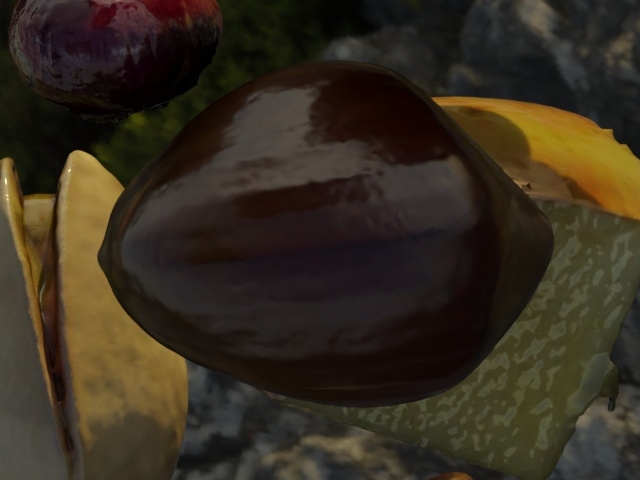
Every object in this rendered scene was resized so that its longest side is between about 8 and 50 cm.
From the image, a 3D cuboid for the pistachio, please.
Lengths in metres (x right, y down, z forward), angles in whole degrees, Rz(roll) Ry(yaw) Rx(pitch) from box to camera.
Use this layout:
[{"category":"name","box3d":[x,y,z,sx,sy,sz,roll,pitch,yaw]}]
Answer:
[{"category":"pistachio","box3d":[-0.212,0.086,1.393,0.193,0.214,0.318,-10,98,-5]}]

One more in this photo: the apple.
[{"category":"apple","box3d":[0.064,0.025,1.171,0.314,0.252,0.309,-25,25,-7]}]

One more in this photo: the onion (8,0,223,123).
[{"category":"onion","box3d":[-0.102,-0.106,0.842,0.107,0.107,0.097,4,108,40]}]

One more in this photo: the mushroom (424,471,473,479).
[{"category":"mushroom","box3d":[0.088,0.251,1.535,0.123,0.123,0.052,-36,79,24]}]

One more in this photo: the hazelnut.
[{"category":"hazelnut","box3d":[0.001,0.003,0.836,0.181,0.212,0.181,-45,91,6]}]
